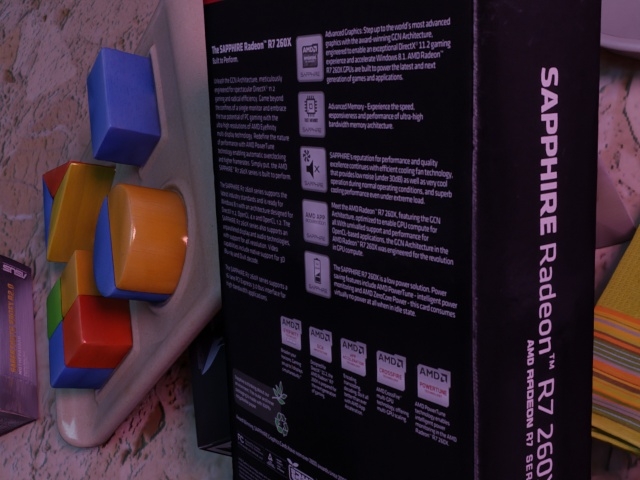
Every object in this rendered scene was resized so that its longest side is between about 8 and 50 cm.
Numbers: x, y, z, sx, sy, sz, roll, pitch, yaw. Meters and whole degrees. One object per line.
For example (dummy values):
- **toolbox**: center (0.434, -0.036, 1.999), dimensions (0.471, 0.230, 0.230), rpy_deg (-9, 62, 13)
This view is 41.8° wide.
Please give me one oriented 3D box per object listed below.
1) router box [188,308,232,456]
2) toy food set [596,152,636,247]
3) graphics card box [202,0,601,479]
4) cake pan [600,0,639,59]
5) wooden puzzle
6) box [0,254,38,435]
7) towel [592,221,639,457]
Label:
- **router box**: center (0.000, 0.000, 0.705), dimensions (0.243, 0.081, 0.309), rpy_deg (-22, 60, 22)
- **toy food set**: center (0.115, -0.149, 0.614), dimensions (0.092, 0.219, 0.306), rpy_deg (-34, 56, 15)
- **graphics card box**: center (0.034, 0.016, 0.467), dimensions (0.233, 0.094, 0.371), rpy_deg (11, 106, 53)
- **cake pan**: center (0.296, -0.264, 0.657), dimensions (0.293, 0.054, 0.293), rpy_deg (-12, 64, 27)
- **wooden puzzle**: center (-0.183, -0.025, 0.752), dimensions (0.348, 0.080, 0.322), rpy_deg (-43, 48, 40)
- **box**: center (-0.413, 0.142, 0.908), dimensions (0.231, 0.056, 0.183), rpy_deg (-25, 58, 20)
- **towel**: center (0.237, 0.032, 0.539), dimensions (0.102, 0.021, 0.237), rpy_deg (18, 60, 35)
